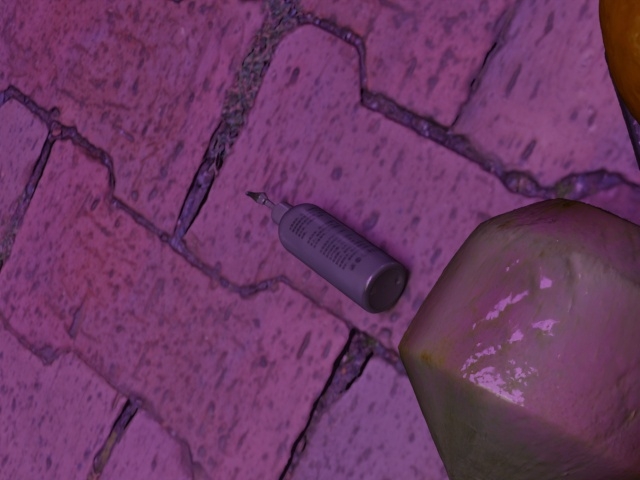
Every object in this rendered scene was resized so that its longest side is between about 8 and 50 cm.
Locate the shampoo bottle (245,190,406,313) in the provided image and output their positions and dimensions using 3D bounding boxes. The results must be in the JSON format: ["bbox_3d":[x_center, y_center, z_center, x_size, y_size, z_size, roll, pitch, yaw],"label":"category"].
[{"bbox_3d":[0.000,0.000,1.105,0.195,0.056,0.056,37,104,40],"label":"shampoo bottle"}]

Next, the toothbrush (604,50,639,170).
[{"bbox_3d":[0.271,-0.037,0.903,0.030,0.030,0.297,-13,68,10],"label":"toothbrush"}]

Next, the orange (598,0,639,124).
[{"bbox_3d":[0.323,-0.157,0.745,0.279,0.235,0.279,25,121,51],"label":"orange"}]

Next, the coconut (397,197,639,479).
[{"bbox_3d":[0.167,0.089,0.847,0.236,0.204,0.236,-7,71,20],"label":"coconut"}]
